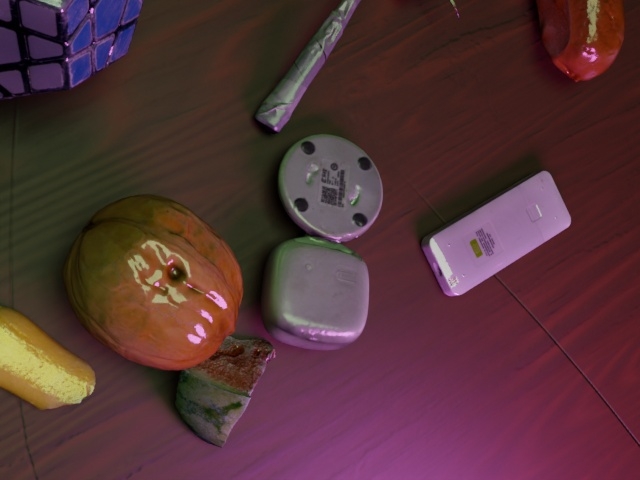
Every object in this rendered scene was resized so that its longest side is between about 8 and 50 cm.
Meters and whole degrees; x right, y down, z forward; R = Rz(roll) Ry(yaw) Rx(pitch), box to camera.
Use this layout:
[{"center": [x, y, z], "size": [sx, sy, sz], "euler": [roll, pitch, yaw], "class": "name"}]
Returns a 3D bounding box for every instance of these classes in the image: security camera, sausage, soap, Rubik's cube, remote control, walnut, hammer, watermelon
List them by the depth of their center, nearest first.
[{"center": [-0.350, -0.313, 1.051], "size": [0.264, 0.319, 0.319], "euler": [26, 74, 8], "class": "Rubik's cube"}, {"center": [-0.196, 0.051, 1.126], "size": [0.221, 0.195, 0.195], "euler": [38, 72, -10], "class": "walnut"}, {"center": [-0.358, 0.150, 1.132], "size": [0.168, 0.033, 0.089], "euler": [41, 73, -14], "class": "soap"}, {"center": [-0.121, 0.172, 1.192], "size": [0.098, 0.121, 0.158], "euler": [34, 69, 2], "class": "watermelon"}, {"center": [0.000, 0.000, 1.278], "size": [0.157, 0.080, 0.302], "euler": [13, 70, -19], "class": "security camera"}, {"center": [0.048, -0.325, 1.293], "size": [0.152, 0.044, 0.427], "euler": [32, 86, 1], "class": "hammer"}, {"center": [0.270, -0.013, 1.412], "size": [0.250, 0.034, 0.103], "euler": [-30, 97, -23], "class": "remote control"}, {"center": [0.407, -0.382, 1.456], "size": [0.133, 0.133, 0.258], "euler": [-8, 87, -23], "class": "sausage"}]

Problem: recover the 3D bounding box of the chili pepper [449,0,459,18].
[{"center": [0.149, -0.405, 1.367], "size": [0.084, 0.086, 0.192], "euler": [-43, 98, -27], "class": "chili pepper"}]
